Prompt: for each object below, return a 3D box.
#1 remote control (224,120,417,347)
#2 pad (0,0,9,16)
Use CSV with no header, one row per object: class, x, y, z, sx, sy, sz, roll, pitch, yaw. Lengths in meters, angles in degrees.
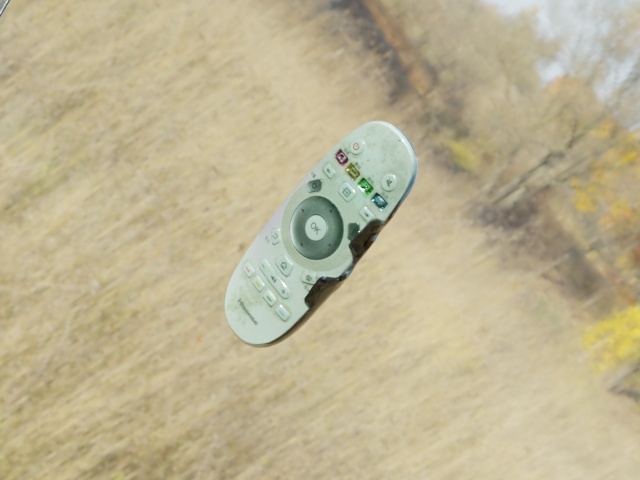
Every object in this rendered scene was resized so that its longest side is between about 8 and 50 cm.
remote control,-0.001,0.000,1.044,0.045,0.256,0.097,-3,51,-55
pad,-0.542,-0.275,1.347,0.007,0.367,0.247,73,35,-62
